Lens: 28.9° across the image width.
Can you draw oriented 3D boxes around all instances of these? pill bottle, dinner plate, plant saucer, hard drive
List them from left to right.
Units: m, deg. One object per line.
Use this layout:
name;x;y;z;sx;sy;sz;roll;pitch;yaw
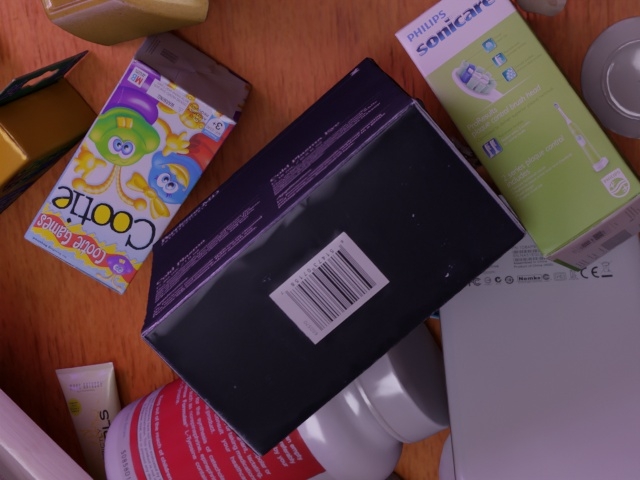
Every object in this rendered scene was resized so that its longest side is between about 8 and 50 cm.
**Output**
plant saucer;-0.271;-0.377;1.377;0.333;0.081;0.332;5;116;59
pill bottle;-0.048;0.231;1.542;0.408;0.229;0.229;-29;98;23
hard drive;0.251;0.110;1.368;0.233;0.047;0.353;-4;62;2
dinner plate;0.365;-0.182;1.403;0.141;0.017;0.141;5;110;14

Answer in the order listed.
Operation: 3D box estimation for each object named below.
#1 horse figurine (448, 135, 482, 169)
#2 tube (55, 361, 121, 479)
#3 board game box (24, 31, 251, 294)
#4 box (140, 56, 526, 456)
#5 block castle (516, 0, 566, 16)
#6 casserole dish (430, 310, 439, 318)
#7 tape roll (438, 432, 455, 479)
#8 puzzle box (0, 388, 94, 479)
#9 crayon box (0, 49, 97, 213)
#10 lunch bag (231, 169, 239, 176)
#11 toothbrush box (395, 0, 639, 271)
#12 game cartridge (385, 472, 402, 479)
horse figurine;0.051;-0.050;1.491;0.174;0.066;0.263;33;103;-23
tube;-0.301;0.287;1.729;0.070;0.062;0.240;-16;100;-20
board game box;-0.221;-0.098;1.518;0.142;0.144;0.275;32;114;-10
box;0.000;0.000;1.301;0.343;0.312;0.179;-40;106;7
block castle;0.324;-0.461;1.224;0.453;0.213;0.303;-29;110;29
casserole dish;0.155;0.040;1.485;0.189;0.037;0.114;12;83;-13
tape roll;0.288;0.283;1.468;0.286;0.100;0.286;-6;120;-11
puzzle box;-0.434;0.244;1.635;0.409;0.052;0.272;43;157;8
crayon box;-0.412;-0.092;1.554;0.323;0.203;0.083;-39;94;23
lunch bag;-0.066;-0.055;1.543;0.067;0.065;0.098;11;112;30
toothbrush box;0.225;-0.119;1.308;0.122;0.206;0.283;-34;75;14
game cartridge;0.095;0.458;1.635;0.196;0.060;0.294;-33;81;29
